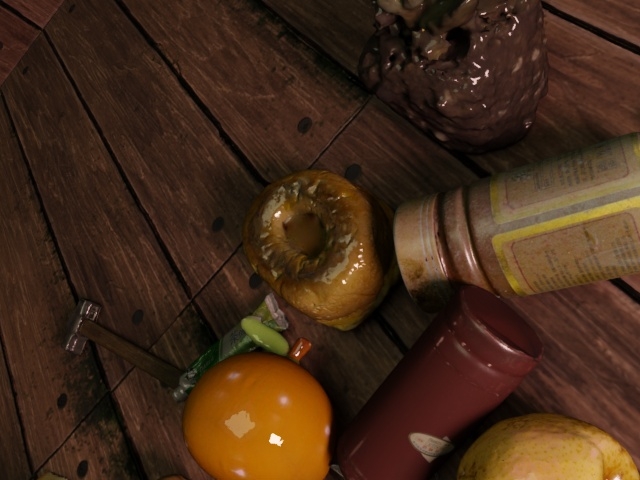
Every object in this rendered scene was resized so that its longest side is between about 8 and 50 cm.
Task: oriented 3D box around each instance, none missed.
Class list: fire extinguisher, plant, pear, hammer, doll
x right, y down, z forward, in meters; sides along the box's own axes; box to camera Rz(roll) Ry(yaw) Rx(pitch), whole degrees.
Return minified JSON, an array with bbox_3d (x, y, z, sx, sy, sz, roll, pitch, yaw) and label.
[{"bbox_3d":[0.117,0.218,0.693,0.135,0.114,0.337,45,117,23],"label":"fire extinguisher"},{"bbox_3d":[0.163,-0.263,0.772,0.215,0.312,0.213,28,92,37],"label":"plant"},{"bbox_3d":[0.229,0.256,0.590,0.178,0.178,0.178,-15,62,30],"label":"pear"},{"bbox_3d":[-0.376,0.211,1.130,0.365,0.043,0.111,15,80,38],"label":"hammer"},{"bbox_3d":[-0.071,0.222,0.810,0.213,0.213,0.236,3,58,37],"label":"doll"}]

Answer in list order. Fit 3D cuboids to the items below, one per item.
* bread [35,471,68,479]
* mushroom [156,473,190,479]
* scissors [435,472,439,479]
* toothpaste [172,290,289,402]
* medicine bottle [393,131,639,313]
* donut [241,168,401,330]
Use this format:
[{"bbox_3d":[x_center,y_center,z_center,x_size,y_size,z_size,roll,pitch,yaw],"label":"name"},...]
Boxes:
[{"bbox_3d":[-0.508,0.510,1.109,0.084,0.080,0.109,-6,102,34],"label":"bread"},{"bbox_3d":[-0.163,0.483,0.805,0.128,0.128,0.350,-47,48,10],"label":"mushroom"},{"bbox_3d":[0.145,0.271,0.747,0.036,0.006,0.083,21,84,42],"label":"scissors"},{"bbox_3d":[-0.153,0.187,0.976,0.248,0.047,0.078,-41,54,12],"label":"toothpaste"},{"bbox_3d":[0.261,-0.016,0.693,0.322,0.151,0.151,-16,62,30],"label":"medicine bottle"},{"bbox_3d":[0.000,0.000,0.892,0.261,0.128,0.208,32,90,39],"label":"donut"}]
